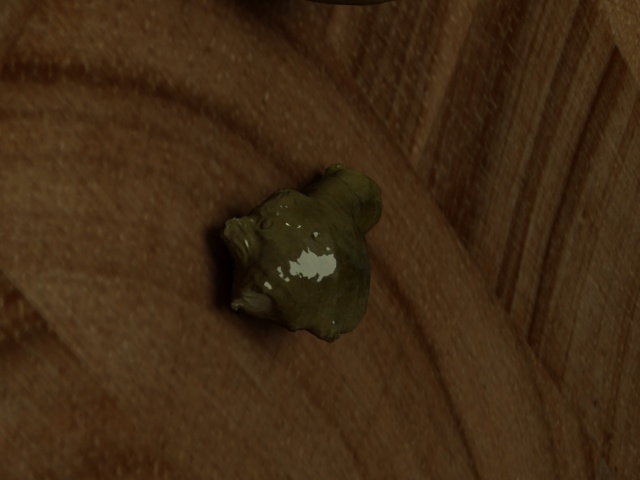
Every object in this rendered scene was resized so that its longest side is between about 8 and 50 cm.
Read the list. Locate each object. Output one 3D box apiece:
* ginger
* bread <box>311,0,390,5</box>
[{"bbox_3d":[0.004,0.008,1.158,0.096,0.067,0.165,57,36,1],"label":"ginger"},{"bbox_3d":[0.012,-0.251,1.177,0.098,0.147,0.217,154,-71,-81],"label":"bread"}]
